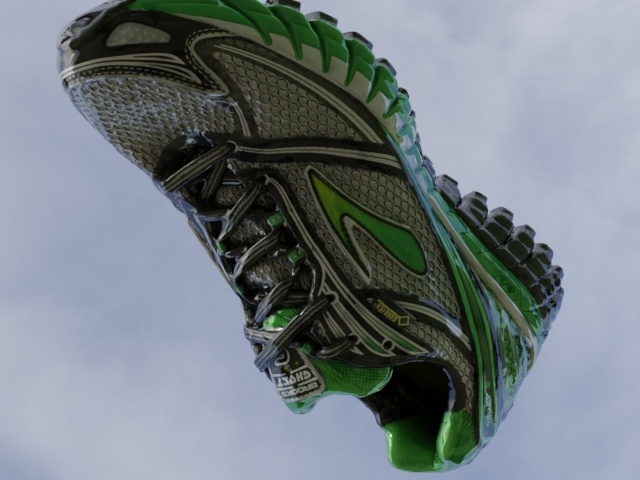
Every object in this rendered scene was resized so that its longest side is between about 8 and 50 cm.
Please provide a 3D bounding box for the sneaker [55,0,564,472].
[{"bbox_3d":[0.000,0.000,0.758,0.343,0.134,0.146,40,-124,-28],"label":"sneaker"}]
